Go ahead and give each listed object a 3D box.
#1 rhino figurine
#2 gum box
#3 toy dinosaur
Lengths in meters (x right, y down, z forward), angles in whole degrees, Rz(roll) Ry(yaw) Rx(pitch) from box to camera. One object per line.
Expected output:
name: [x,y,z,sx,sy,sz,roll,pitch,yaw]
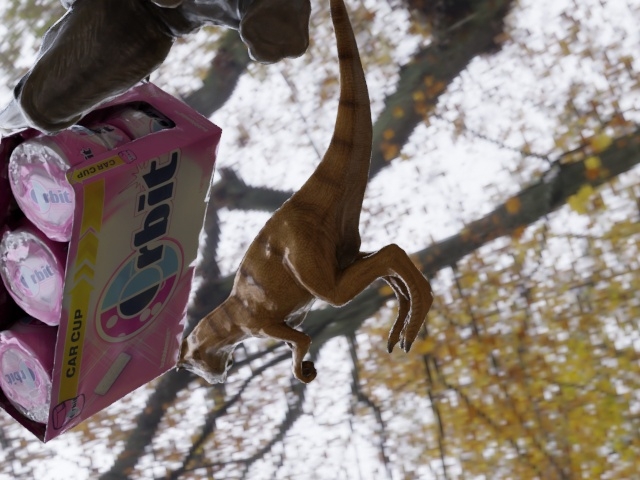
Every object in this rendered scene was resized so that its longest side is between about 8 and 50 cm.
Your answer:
rhino figurine: [-0.028,-0.107,0.499,0.073,0.243,0.106,45,-155,-23]
gum box: [-0.124,0.008,0.790,0.062,0.188,0.107,33,-141,25]
toy dinosaur: [0.000,0.000,0.636,0.112,0.211,0.064,29,-157,-2]
